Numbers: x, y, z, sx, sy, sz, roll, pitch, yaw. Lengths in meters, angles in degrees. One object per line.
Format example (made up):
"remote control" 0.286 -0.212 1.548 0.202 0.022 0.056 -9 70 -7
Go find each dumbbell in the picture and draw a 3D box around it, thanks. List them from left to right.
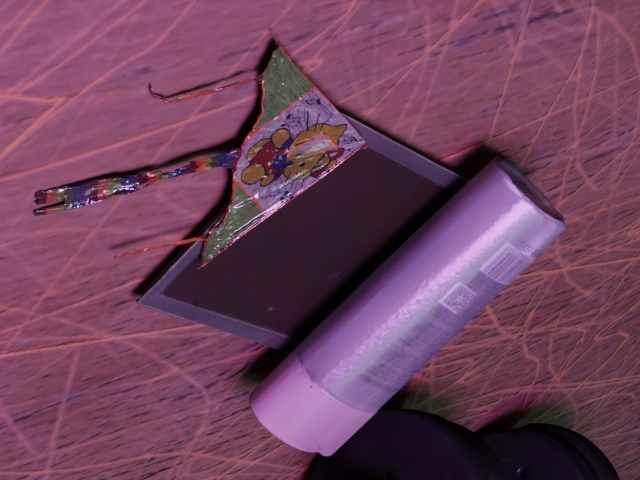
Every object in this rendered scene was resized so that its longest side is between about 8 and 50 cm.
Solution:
"dumbbell" 0.136 0.249 1.666 0.185 0.185 0.388 -49 147 18

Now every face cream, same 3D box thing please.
"face cream" 0.066 0.055 1.412 0.269 0.073 0.107 -46 144 13

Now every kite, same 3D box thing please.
"kite" -0.071 -0.050 1.203 0.244 0.006 0.198 -11 137 -30

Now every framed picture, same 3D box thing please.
"framed picture" 0.000 0.000 1.356 0.197 0.014 0.252 -46 149 13
